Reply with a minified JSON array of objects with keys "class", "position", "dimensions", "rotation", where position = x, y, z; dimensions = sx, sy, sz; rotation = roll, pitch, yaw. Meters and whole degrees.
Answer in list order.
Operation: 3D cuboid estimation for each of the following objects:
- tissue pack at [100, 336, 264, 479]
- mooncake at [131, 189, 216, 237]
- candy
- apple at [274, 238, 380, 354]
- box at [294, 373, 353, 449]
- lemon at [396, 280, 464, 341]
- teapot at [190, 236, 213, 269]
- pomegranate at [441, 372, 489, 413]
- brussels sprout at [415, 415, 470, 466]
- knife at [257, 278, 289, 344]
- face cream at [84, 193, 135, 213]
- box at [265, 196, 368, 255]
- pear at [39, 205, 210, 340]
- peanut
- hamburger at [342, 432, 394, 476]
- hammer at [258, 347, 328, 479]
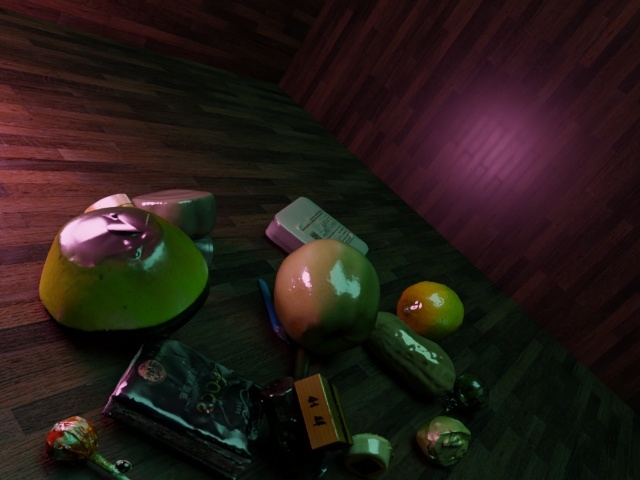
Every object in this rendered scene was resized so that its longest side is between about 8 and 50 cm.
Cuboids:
[{"class":"tissue pack","position":[-0.283,0.358,1.151],"dimensions":[0.332,0.123,0.245],"rotation":[32,25,-9]},{"class":"mooncake","position":[-0.458,-0.085,1.598],"dimensions":[0.275,0.135,0.275],"rotation":[1,15,0]},{"class":"candy","position":[-0.389,0.440,0.961],"dimensions":[0.288,0.078,0.084],"rotation":[42,21,-6]},{"class":"apple","position":[0.022,0.183,1.601],"dimensions":[0.357,0.357,0.357],"rotation":[29,26,-15]},{"class":"box","position":[0.012,0.416,1.213],"dimensions":[0.237,0.070,0.152],"rotation":[60,10,-63]},{"class":"lemon","position":[0.445,0.286,2.051],"dimensions":[0.320,0.245,0.245],"rotation":[8,37,-41]},{"class":"teapot","position":[-0.399,0.029,1.601],"dimensions":[0.108,0.111,0.149],"rotation":[6,41,-27]},{"class":"pomegranate","position":[0.517,0.544,1.820],"dimensions":[0.169,0.148,0.148],"rotation":[16,32,-39]},{"class":"brussels sprout","position":[0.365,0.593,1.543],"dimensions":[0.122,0.149,0.151],"rotation":[45,-17,53]},{"class":"knife","position":[-0.157,0.226,1.659],"dimensions":[0.044,0.026,0.296],"rotation":[21,26,-35]},{"class":"face cream","position":[-0.560,-0.017,1.453],"dimensions":[0.285,0.139,0.067],"rotation":[48,-6,25]},{"class":"box","position":[-0.001,0.001,2.145],"dimensions":[0.397,0.111,0.396],"rotation":[38,26,3]},{"class":"pear","position":[-0.469,0.045,1.223],"dimensions":[0.399,0.165,0.398],"rotation":[5,42,-5]},{"class":"peanut","position":[0.306,0.388,1.788],"dimensions":[0.387,0.169,0.192],"rotation":[40,20,10]},{"class":"hamburger","position":[0.125,0.554,1.325],"dimensions":[0.141,0.126,0.081],"rotation":[27,36,-9]},{"class":"hammer","position":[-0.064,0.408,1.341],"dimensions":[0.409,0.095,0.242],"rotation":[-90,159,-77]}]
